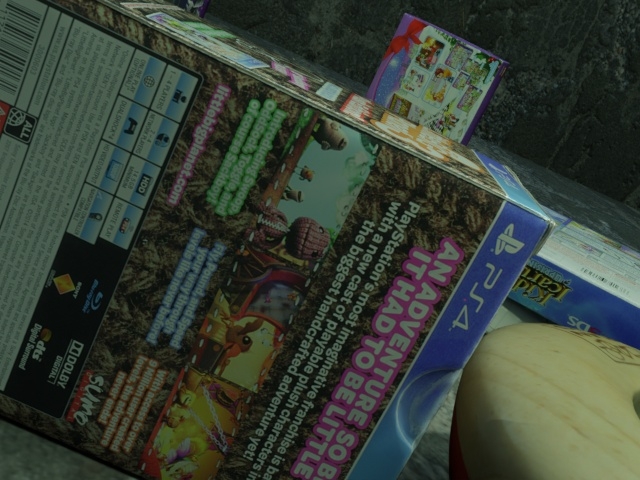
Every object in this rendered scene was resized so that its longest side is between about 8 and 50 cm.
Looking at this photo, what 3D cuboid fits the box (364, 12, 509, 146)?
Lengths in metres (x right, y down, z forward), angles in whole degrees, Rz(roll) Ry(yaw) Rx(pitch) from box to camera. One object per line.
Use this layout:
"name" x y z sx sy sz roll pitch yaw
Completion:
"box" 0.178 -0.229 1.366 0.201 0.293 0.057 33 20 19

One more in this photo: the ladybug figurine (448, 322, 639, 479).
"ladybug figurine" 0.222 0.209 0.390 0.305 0.162 0.449 12 23 -37

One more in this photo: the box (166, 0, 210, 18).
"box" -0.224 -0.271 0.967 0.103 0.261 0.184 26 18 0

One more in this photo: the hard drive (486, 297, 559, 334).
"hard drive" 0.327 0.144 0.856 0.353 0.047 0.233 35 19 7

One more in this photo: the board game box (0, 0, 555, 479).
"board game box" -0.060 0.008 0.451 0.291 0.232 0.141 26 17 -4

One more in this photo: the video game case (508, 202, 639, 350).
"video game case" 0.254 0.019 0.846 0.269 0.061 0.244 30 21 20
